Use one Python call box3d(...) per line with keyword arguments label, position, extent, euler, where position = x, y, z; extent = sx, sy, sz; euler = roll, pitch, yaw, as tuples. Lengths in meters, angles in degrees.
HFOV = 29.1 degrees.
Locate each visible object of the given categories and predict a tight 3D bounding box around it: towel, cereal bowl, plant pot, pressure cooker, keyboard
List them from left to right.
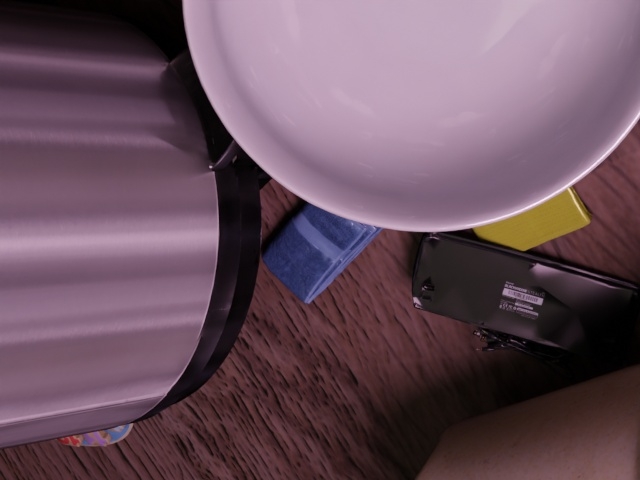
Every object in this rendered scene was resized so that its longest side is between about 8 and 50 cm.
box3d(label="pressure cooker", position=(-0.256, -0.010, 1.002), extent=(0.370, 0.420, 0.375), euler=(21, 106, 40))
box3d(label="towel", position=(0.000, 0.000, 1.105), extent=(0.067, 0.029, 0.119), euler=(43, 125, 0))
box3d(label="cereal bowl", position=(0.079, -0.183, 0.878), extent=(0.339, 0.141, 0.339), euler=(2, 107, 5))
box3d(label="towel", position=(0.123, -0.097, 1.006), extent=(0.102, 0.021, 0.237), euler=(-24, 105, 37))
box3d(label="keyboard", position=(0.171, 0.054, 1.057), extent=(0.192, 0.038, 0.100), euler=(17, 110, 9))
box3d(label="plant pot", position=(0.248, 0.232, 0.964), extent=(0.305, 0.334, 0.334), euler=(-17, 108, 42))

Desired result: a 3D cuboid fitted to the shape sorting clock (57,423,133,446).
box3d(label="shape sorting clock", position=(-0.290, 0.153, 1.283), extent=(0.206, 0.040, 0.206), euler=(14, 144, 10))
